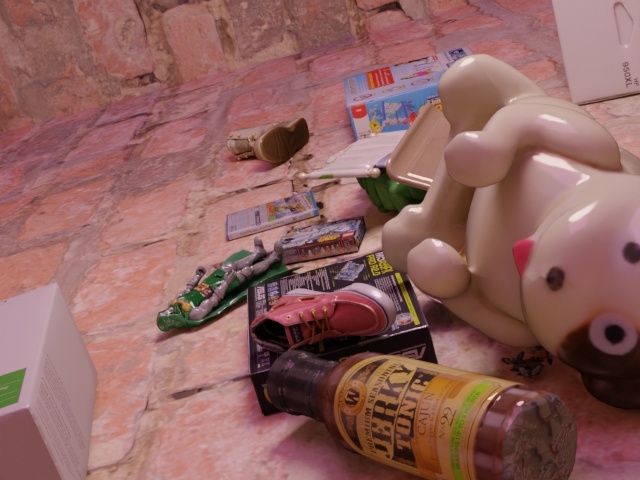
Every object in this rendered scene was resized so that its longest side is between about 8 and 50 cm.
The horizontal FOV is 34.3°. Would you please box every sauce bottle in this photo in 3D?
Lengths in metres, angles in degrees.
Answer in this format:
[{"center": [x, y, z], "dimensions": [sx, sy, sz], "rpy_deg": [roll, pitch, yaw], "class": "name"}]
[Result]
[{"center": [0.079, 0.170, 1.013], "dimensions": [0.111, 0.111, 0.344], "rpy_deg": [-31, 23, -36], "class": "sauce bottle"}]

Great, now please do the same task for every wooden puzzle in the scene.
[{"center": [0.241, -0.117, 1.604], "dimensions": [0.238, 0.044, 0.221], "rpy_deg": [21, 41, 13], "class": "wooden puzzle"}]

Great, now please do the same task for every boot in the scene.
[{"center": [-0.136, -0.211, 2.261], "dimensions": [0.165, 0.077, 0.213], "rpy_deg": [-5, 17, 26], "class": "boot"}]

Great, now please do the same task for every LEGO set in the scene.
[{"center": [0.230, 0.135, 1.127], "dimensions": [0.054, 0.024, 0.083], "rpy_deg": [7, 16, 43], "class": "LEGO set"}]

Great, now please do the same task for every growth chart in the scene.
[{"center": [0.096, -0.145, 1.698], "dimensions": [0.172, 0.021, 0.237], "rpy_deg": [2, 24, 37], "class": "growth chart"}]

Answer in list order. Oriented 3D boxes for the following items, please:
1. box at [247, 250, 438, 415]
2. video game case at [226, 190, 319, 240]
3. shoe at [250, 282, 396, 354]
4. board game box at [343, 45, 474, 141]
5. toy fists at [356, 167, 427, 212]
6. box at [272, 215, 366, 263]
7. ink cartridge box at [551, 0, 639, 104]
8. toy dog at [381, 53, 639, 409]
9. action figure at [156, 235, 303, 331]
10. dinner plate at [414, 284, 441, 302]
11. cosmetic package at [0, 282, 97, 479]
[{"center": [0.018, 0.106, 1.305], "dimensions": [0.216, 0.060, 0.270], "rpy_deg": [-15, 20, 0], "class": "box"}, {"center": [-0.088, -0.046, 1.866], "dimensions": [0.166, 0.015, 0.119], "rpy_deg": [-16, 19, 1], "class": "video game case"}, {"center": [0.000, 0.094, 1.177], "dimensions": [0.178, 0.064, 0.081], "rpy_deg": [-2, 25, 46], "class": "shoe"}, {"center": [0.209, -0.327, 2.292], "dimensions": [0.301, 0.086, 0.308], "rpy_deg": [-14, 20, 6], "class": "board game box"}, {"center": [0.135, -0.114, 1.762], "dimensions": [0.142, 0.096, 0.279], "rpy_deg": [-11, 20, -5], "class": "toy fists"}, {"center": [0.000, 0.000, 1.653], "dimensions": [0.137, 0.027, 0.094], "rpy_deg": [-11, 19, 16], "class": "box"}, {"center": [0.567, -0.474, 2.113], "dimensions": [0.166, 0.286, 0.395], "rpy_deg": [-11, 20, 17], "class": "ink cartridge box"}, {"center": [0.274, 0.016, 1.108], "dimensions": [0.395, 0.285, 0.408], "rpy_deg": [26, 13, -15], "class": "toy dog"}, {"center": [-0.153, 0.070, 1.542], "dimensions": [0.137, 0.064, 0.232], "rpy_deg": [9, 35, 44], "class": "action figure"}, {"center": [0.183, 0.057, 1.321], "dimensions": [0.141, 0.017, 0.141], "rpy_deg": [5, 26, -2], "class": "dinner plate"}, {"center": [-0.382, 0.204, 1.210], "dimensions": [0.196, 0.155, 0.365], "rpy_deg": [-20, 21, -4], "class": "cosmetic package"}]
